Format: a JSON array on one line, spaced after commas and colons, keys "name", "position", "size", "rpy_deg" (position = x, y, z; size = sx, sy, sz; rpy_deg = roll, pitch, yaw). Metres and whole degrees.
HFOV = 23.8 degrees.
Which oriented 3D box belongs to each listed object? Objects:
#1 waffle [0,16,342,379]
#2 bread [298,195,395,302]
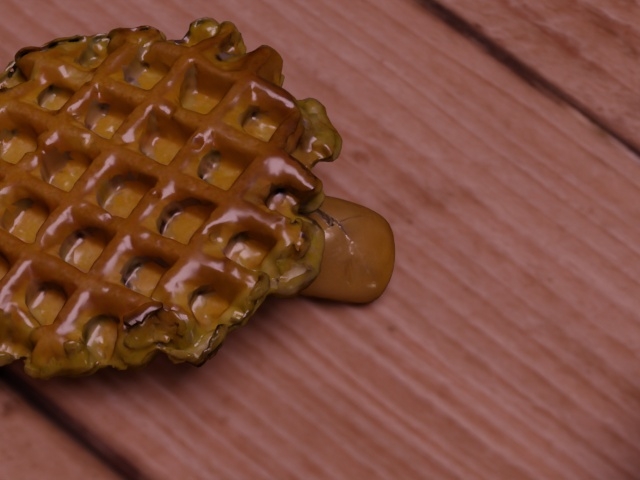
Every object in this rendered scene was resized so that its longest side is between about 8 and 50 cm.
[{"name": "waffle", "position": [-0.140, -0.036, 1.084], "size": [0.325, 0.068, 0.302], "rpy_deg": [-14, 55, -4]}, {"name": "bread", "position": [0.000, 0.000, 1.122], "size": [0.115, 0.056, 0.082], "rpy_deg": [13, 58, -4]}]
